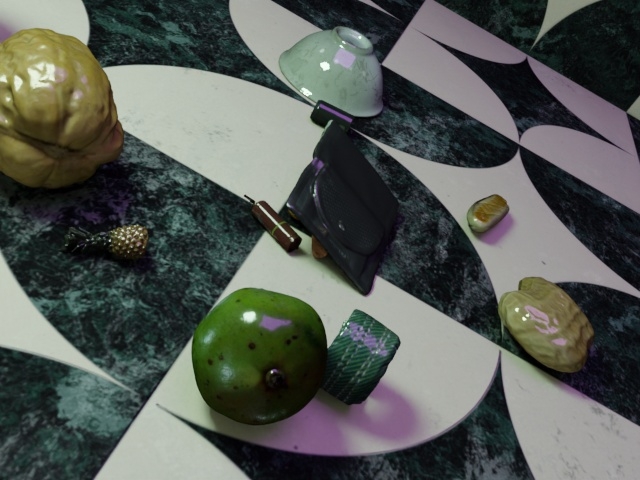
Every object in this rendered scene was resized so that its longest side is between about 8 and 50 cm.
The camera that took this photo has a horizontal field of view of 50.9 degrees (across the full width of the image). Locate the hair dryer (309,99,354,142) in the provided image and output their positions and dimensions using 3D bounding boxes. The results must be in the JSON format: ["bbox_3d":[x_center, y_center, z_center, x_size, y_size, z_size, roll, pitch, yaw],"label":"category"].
[{"bbox_3d":[0.013,-0.252,1.572,0.100,0.057,0.198,24,41,-6],"label":"hair dryer"}]

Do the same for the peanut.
[{"bbox_3d":[0.450,0.159,1.326,0.196,0.110,0.233,42,39,16],"label":"peanut"}]

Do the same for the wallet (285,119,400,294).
[{"bbox_3d":[0.055,-0.074,1.309,0.247,0.041,0.323,51,34,-19],"label":"wallet"}]

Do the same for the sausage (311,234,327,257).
[{"bbox_3d":[0.000,0.000,1.262,0.034,0.034,0.083,20,37,-15],"label":"sausage"}]

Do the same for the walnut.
[{"bbox_3d":[-0.425,-0.207,1.045,0.257,0.224,0.257,24,28,-14],"label":"walnut"}]

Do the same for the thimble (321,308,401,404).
[{"bbox_3d":[0.051,0.175,0.996,0.090,0.135,0.118,35,31,5],"label":"thimble"}]

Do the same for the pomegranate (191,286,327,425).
[{"bbox_3d":[-0.088,0.144,0.921,0.187,0.187,0.225,18,10,-17],"label":"pomegranate"}]

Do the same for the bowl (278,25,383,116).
[{"bbox_3d":[0.058,-0.478,1.793,0.313,0.146,0.313,19,36,-15],"label":"bowl"}]

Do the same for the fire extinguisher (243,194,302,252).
[{"bbox_3d":[-0.088,-0.036,1.237,0.132,0.039,0.056,45,5,21],"label":"fire extinguisher"}]

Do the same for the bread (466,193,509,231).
[{"bbox_3d":[0.394,-0.063,1.606,0.073,0.053,0.214,44,34,12],"label":"bread"}]

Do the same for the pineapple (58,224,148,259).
[{"bbox_3d":[-0.326,-0.003,1.016,0.124,0.058,0.058,8,41,-21],"label":"pineapple"}]

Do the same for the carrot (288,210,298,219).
[{"bbox_3d":[0.011,-0.087,1.351,0.067,0.067,0.225,44,35,19],"label":"carrot"}]
